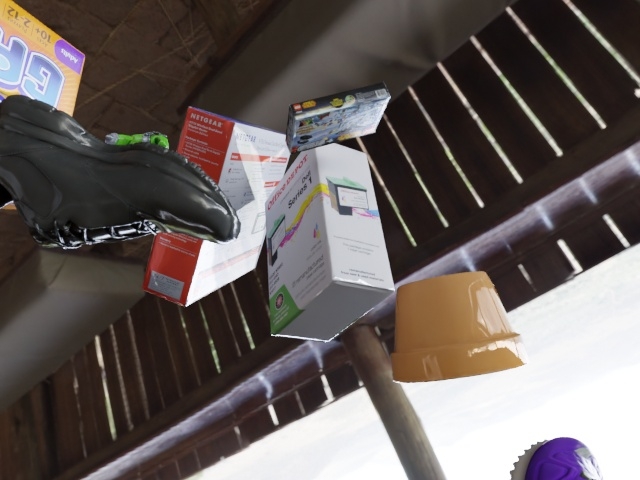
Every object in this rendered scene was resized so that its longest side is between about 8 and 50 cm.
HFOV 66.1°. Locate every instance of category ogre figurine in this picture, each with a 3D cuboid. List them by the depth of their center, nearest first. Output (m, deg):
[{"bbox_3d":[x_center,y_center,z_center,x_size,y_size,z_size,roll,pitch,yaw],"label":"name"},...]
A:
[{"bbox_3d":[-0.384,-0.162,1.009,0.118,0.097,0.197,13,169,-22],"label":"ogre figurine"}]

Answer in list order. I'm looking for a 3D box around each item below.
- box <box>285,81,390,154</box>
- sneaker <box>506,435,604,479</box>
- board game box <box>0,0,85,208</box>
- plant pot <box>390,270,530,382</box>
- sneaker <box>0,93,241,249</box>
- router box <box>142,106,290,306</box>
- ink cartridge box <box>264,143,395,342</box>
[{"bbox_3d":[0.021,-0.168,0.684,0.136,0.027,0.094,-17,164,-14],"label":"box"},{"bbox_3d":[0.223,0.251,0.387,0.146,0.102,0.293,-33,173,36],"label":"sneaker"},{"bbox_3d":[-0.754,-0.280,0.940,0.355,0.357,0.356,3,168,20],"label":"board game box"},{"bbox_3d":[0.284,0.185,1.078,0.290,0.204,0.291,-9,169,-2],"label":"plant pot"},{"bbox_3d":[-0.219,-0.040,0.498,0.286,0.130,0.109,19,160,10],"label":"sneaker"},{"bbox_3d":[-0.168,-0.068,0.907,0.335,0.082,0.302,-31,140,-76],"label":"router box"},{"bbox_3d":[0.000,0.000,0.829,0.117,0.279,0.201,13,142,-28],"label":"ink cartridge box"}]
